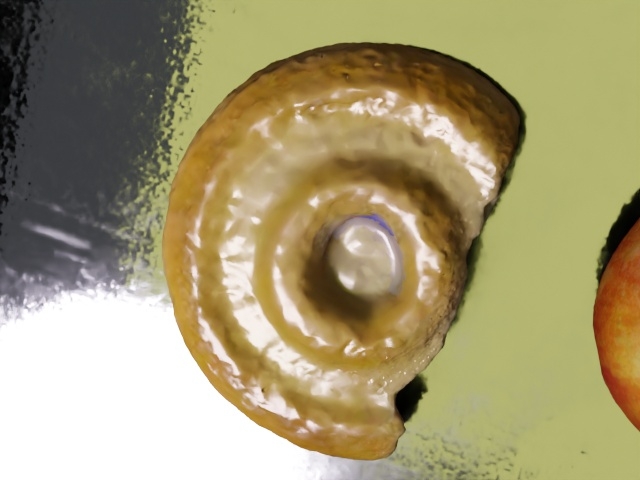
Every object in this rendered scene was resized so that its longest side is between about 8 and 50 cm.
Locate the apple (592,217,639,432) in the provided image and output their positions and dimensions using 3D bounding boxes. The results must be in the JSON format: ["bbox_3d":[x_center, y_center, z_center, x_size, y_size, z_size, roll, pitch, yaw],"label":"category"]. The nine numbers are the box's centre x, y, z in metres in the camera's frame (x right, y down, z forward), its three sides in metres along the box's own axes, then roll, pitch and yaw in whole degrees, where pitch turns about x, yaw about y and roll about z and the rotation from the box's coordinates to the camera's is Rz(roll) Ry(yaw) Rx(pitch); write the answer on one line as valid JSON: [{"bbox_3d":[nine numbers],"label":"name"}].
[{"bbox_3d":[0.247,0.052,0.993,0.160,0.173,0.195,-12,95,8],"label":"apple"}]

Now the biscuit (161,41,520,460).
[{"bbox_3d":[0.000,0.000,1.075,0.213,0.091,0.274,16,101,6],"label":"biscuit"}]
